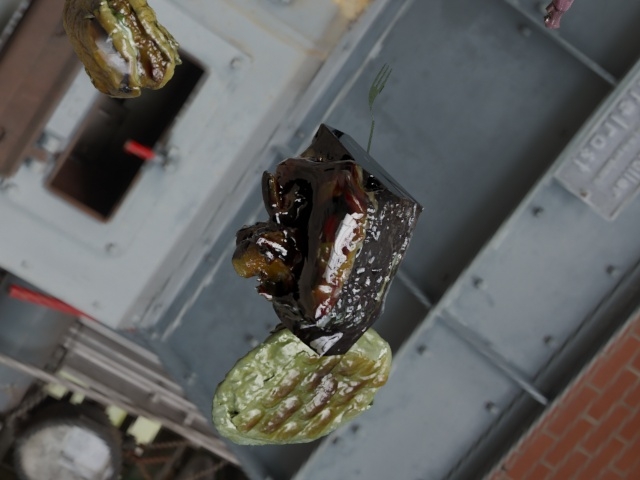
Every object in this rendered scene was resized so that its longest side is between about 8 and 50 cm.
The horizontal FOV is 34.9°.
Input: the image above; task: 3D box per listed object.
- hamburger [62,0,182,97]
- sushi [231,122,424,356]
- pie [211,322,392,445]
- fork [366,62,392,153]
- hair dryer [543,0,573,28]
[{"bbox_3d":[-0.334,-0.310,1.624,0.206,0.183,0.130,4,-143,49],"label":"hamburger"},{"bbox_3d":[0.001,-0.001,1.340,0.227,0.215,0.212,-49,161,13],"label":"sushi"},{"bbox_3d":[-0.023,0.228,1.614,0.306,0.306,0.071,-52,-134,21],"label":"pie"},{"bbox_3d":[0.083,-0.186,1.728,0.039,0.021,0.235,-116,-146,-57],"label":"fork"},{"bbox_3d":[0.254,-0.262,0.978,0.154,0.106,0.054,123,-38,-56],"label":"hair dryer"}]
